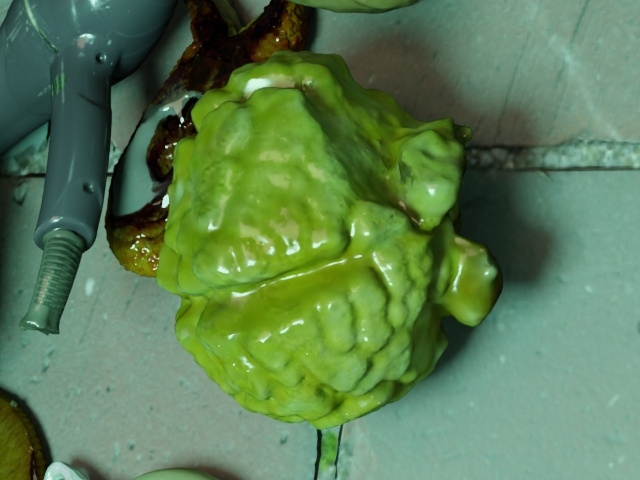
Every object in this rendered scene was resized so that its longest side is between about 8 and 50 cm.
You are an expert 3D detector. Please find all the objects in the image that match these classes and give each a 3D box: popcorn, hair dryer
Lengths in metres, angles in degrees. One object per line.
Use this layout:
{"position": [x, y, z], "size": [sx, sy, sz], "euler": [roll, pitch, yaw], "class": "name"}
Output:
{"position": [0.000, 0.000, 1.326], "size": [0.270, 0.224, 0.258], "euler": [38, 94, 27], "class": "popcorn"}
{"position": [-0.228, -0.067, 1.491], "size": [0.301, 0.121, 0.361], "euler": [-39, 38, 36], "class": "hair dryer"}

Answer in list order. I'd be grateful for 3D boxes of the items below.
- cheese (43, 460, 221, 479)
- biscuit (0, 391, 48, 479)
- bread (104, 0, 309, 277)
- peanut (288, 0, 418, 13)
{"position": [-0.141, 0.233, 1.449], "size": [0.227, 0.064, 0.137], "euler": [23, 88, 37], "class": "cheese"}
{"position": [-0.280, 0.219, 1.565], "size": [0.126, 0.025, 0.206], "euler": [-14, 70, 30], "class": "biscuit"}
{"position": [-0.088, -0.091, 1.497], "size": [0.139, 0.095, 0.269], "euler": [9, 67, 32], "class": "bread"}
{"position": [-0.044, -0.307, 1.473], "size": [0.387, 0.192, 0.169], "euler": [43, 136, 26], "class": "peanut"}
